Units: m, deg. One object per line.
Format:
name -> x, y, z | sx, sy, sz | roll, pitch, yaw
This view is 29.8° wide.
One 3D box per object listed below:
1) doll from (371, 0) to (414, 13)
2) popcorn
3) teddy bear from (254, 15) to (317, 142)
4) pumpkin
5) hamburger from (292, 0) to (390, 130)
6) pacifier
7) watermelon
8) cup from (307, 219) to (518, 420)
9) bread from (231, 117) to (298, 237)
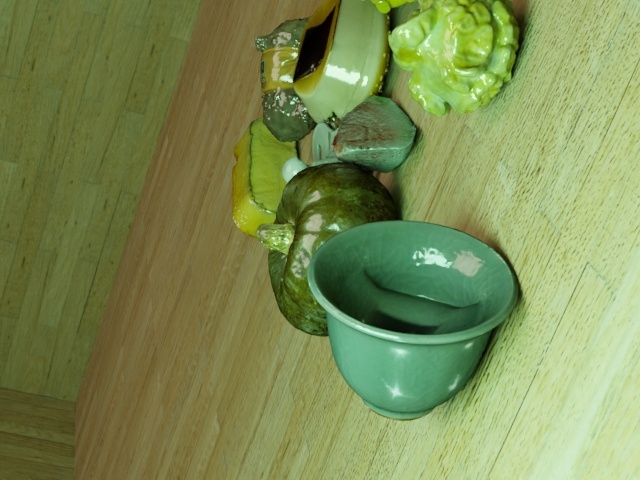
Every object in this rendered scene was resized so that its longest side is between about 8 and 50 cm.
doll -> 0.099, -0.380, 1.646 | 0.106, 0.062, 0.163 | -18, 48, 20
popcorn -> 0.149, -0.205, 1.276 | 0.135, 0.162, 0.142 | -21, 75, 28
teddy bear -> -0.038, -0.250, 1.893 | 0.177, 0.140, 0.190 | 159, 115, -66
pumpkin -> 0.000, 0.000, 1.502 | 0.219, 0.162, 0.219 | -169, 90, -76
hamburger -> 0.037, -0.261, 1.694 | 0.173, 0.116, 0.210 | -41, 33, 49
pacifier -> 0.003, -0.095, 1.644 | 0.150, 0.116, 0.127 | 33, 135, 58
watermelon -> 0.068, -0.133, 1.530 | 0.180, 0.094, 0.081 | -71, 2, -67
cup -> 0.083, 0.094, 1.168 | 0.199, 0.199, 0.150 | -103, 14, -57
bread -> -0.092, -0.097, 1.980 | 0.246, 0.102, 0.094 | -95, 27, -45
